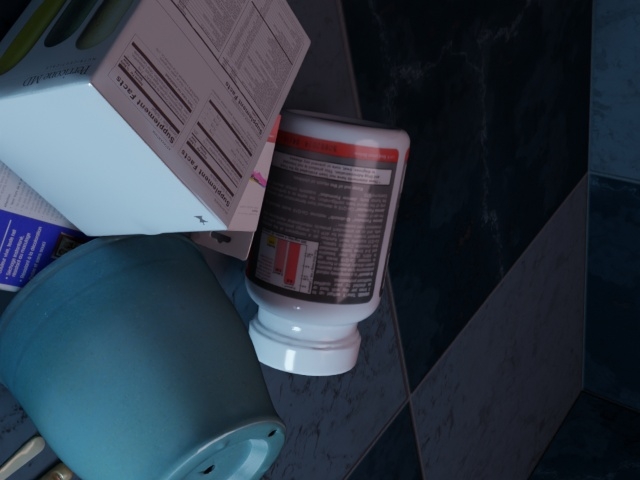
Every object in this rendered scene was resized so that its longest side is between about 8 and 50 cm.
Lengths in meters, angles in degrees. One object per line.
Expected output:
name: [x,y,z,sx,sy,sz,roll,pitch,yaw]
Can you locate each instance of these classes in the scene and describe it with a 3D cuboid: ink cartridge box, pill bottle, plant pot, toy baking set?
ink cartridge box: [-0.133,-0.081,0.979,0.067,0.115,0.198,2,103,-54]
pill bottle: [0.000,0.000,1.113,0.210,0.210,0.363,-6,110,-52]
plant pot: [-0.182,0.170,0.833,0.272,0.255,0.271,-30,148,-21]
toy baking set: [-0.341,0.320,0.956,0.197,0.030,0.256,-62,144,-12]
ink cartridge box: [-0.315,-0.034,0.805,0.371,0.069,0.175,22,88,-57]

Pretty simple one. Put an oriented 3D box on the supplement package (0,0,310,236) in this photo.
supplement package: [-0.173,-0.167,0.751,0.198,0.199,0.262,52,47,-43]
